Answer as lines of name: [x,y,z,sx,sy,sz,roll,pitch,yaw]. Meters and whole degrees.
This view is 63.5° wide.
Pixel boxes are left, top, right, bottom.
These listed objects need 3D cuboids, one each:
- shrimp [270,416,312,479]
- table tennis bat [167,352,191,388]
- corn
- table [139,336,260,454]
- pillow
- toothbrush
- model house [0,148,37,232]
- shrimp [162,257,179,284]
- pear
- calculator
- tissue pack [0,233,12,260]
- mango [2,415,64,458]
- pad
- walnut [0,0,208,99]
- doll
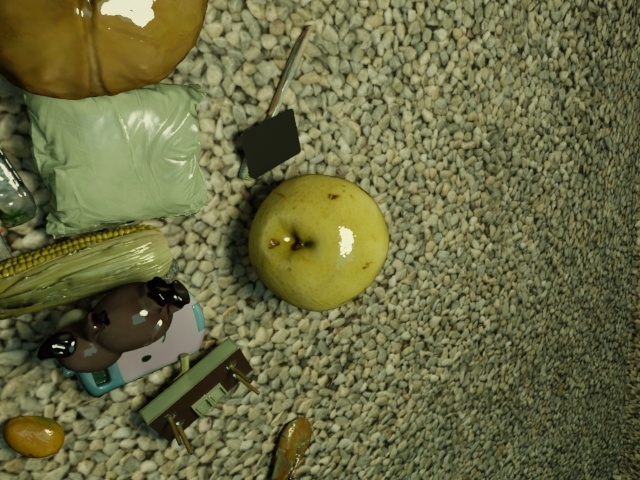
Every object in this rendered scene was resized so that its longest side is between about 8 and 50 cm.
shrimp: [-0.077,0.574,1.373,0.115,0.051,0.217,19,89,-39]
table tennis bat: [-0.296,0.304,1.138,0.087,0.013,0.156,-20,134,-34]
corn: [-0.425,0.056,0.937,0.305,0.123,0.122,-18,127,-19]
table: [-0.246,0.348,1.129,0.240,0.111,0.121,-40,146,-18]
pillow: [-0.353,-0.148,0.941,0.310,0.138,0.283,-8,118,-28]
toothbrush: [-0.096,-0.306,1.141,0.037,0.028,0.375,23,89,-42]
model house: [-0.618,-0.080,0.740,0.301,0.190,0.271,-35,121,-22]
shrimp: [-0.355,0.086,1.035,0.165,0.056,0.065,-29,78,-34]
pear: [0.000,0.000,1.129,0.309,0.309,0.309,-10,107,-33]
calculator: [-0.378,0.203,1.065,0.293,0.051,0.173,-21,114,-28]
tissue pack: [-0.584,0.015,0.883,0.083,0.035,0.063,-27,116,-26]
mango: [-0.548,0.373,0.989,0.114,0.057,0.079,41,85,-31]
pad: [-0.106,-0.215,1.147,0.157,0.003,0.112,-36,131,-33]
walnut: [-0.342,-0.373,0.742,0.354,0.398,0.308,3,125,-21]
doll: [-0.362,0.151,0.914,0.257,0.117,0.182,-28,159,12]
